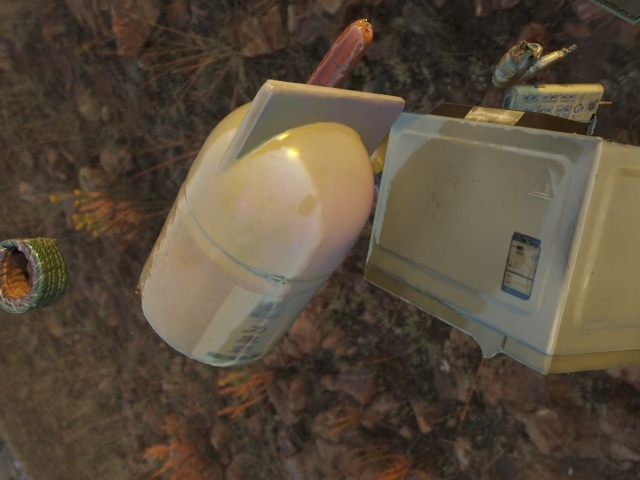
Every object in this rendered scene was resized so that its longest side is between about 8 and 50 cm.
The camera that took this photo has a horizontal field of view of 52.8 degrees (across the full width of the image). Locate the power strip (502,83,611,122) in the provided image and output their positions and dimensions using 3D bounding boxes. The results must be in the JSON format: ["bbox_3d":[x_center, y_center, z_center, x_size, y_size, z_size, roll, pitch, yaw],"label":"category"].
[{"bbox_3d":[0.546,-0.312,1.472,0.034,0.268,0.092,-108,19,-49],"label":"power strip"}]

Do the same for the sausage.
[{"bbox_3d":[-0.004,-0.394,1.686,0.088,0.088,0.433,50,126,12],"label":"sausage"}]

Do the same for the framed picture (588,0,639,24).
[{"bbox_3d":[0.723,-0.641,1.505,0.240,0.324,0.020,-42,42,52],"label":"framed picture"}]

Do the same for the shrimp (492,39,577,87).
[{"bbox_3d":[0.564,-0.471,1.752,0.185,0.287,0.068,-29,77,45],"label":"shrimp"}]

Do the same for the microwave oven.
[{"bbox_3d":[0.255,-0.019,0.833,0.355,0.218,0.286,25,108,58],"label":"microwave oven"}]

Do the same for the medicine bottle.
[{"bbox_3d":[-0.068,-0.038,0.856,0.236,0.236,0.406,48,128,15],"label":"medicine bottle"}]

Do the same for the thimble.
[{"bbox_3d":[-0.534,0.062,1.176,0.118,0.090,0.135,-8,89,11],"label":"thimble"}]

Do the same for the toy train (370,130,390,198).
[{"bbox_3d":[0.139,-0.132,1.177,0.202,0.131,0.299,49,-177,-23],"label":"toy train"}]
